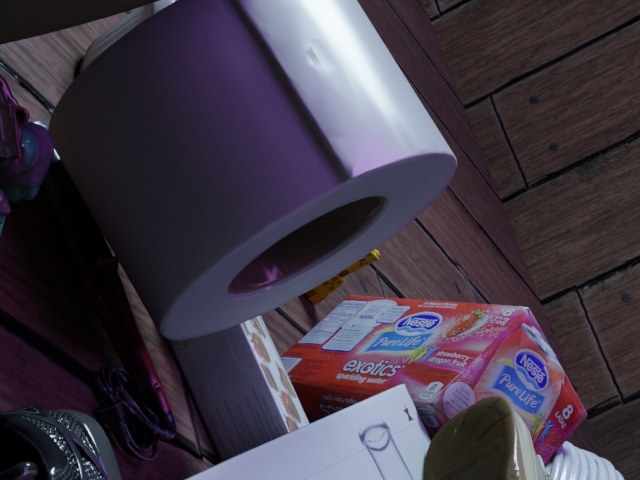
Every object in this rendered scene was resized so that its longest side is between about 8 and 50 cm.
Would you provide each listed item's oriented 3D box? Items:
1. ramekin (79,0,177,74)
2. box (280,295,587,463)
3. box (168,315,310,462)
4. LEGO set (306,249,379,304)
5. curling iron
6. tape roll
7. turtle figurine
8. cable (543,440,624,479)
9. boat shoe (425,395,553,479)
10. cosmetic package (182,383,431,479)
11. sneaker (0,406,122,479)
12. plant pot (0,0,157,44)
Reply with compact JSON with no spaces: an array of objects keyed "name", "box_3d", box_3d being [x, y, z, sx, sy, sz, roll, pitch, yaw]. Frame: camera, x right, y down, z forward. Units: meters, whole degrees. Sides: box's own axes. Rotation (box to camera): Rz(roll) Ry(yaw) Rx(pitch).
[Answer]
[{"name":"ramekin","box_3d":[-0.120,-0.111,1.455,0.207,0.109,0.207,58,15,-25]},{"name":"box","box_3d":[0.082,0.134,1.427,0.257,0.128,0.122,0,-53,55]},{"name":"box","box_3d":[-0.035,0.178,1.328,0.324,0.067,0.063,65,14,8]},{"name":"LEGO set","box_3d":[0.000,0.000,1.728,0.227,0.093,0.087,40,27,-59]},{"name":"curling iron","box_3d":[-0.160,0.028,1.197,0.068,0.035,0.274,35,32,-64]},{"name":"tape roll","box_3d":[-0.048,-0.062,1.195,0.169,0.246,0.246,59,12,14]},{"name":"turtle figurine","box_3d":[-0.224,-0.055,0.967,0.175,0.118,0.234,62,8,-8]},{"name":"cable","box_3d":[0.148,0.275,1.415,0.089,0.257,0.257,37,-3,-7]},{"name":"boat shoe","box_3d":[0.129,0.231,1.156,0.098,0.109,0.302,50,21,-21]},{"name":"cosmetic package","box_3d":[0.012,0.270,1.127,0.284,0.097,0.377,63,25,7]},{"name":"sneaker","box_3d":[-0.134,0.189,0.894,0.227,0.087,0.130,65,15,19]},{"name":"plant pot","box_3d":[-0.185,-0.239,1.084,0.256,0.274,0.256,54,17,-25]}]
